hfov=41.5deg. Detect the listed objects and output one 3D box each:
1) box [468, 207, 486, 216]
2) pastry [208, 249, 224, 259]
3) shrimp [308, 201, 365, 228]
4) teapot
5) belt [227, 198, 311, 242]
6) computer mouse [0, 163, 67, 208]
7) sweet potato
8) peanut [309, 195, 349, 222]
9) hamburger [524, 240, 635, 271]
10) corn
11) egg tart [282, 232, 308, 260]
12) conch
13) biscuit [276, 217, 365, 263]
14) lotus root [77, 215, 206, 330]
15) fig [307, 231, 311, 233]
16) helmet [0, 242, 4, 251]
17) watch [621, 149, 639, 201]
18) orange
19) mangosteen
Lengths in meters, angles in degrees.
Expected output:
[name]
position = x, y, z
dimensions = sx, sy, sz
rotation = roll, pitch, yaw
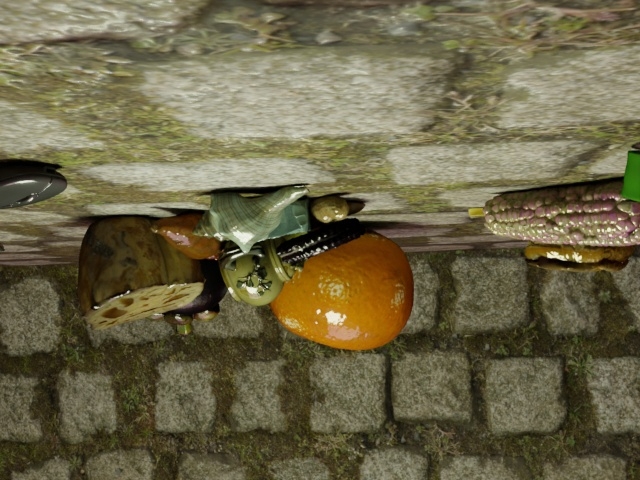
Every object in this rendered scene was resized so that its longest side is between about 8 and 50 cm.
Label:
[box]
position = 0.425, -0.067, 1.992
dimensions = 0.149, 0.020, 0.073
rotation = -3, 175, 14
[pastry]
position = -0.254, 0.005, 2.236
dimensions = 0.115, 0.097, 0.208
rotation = 8, -178, 28
[shrimp]
position = 0.009, -0.060, 1.843
dimensions = 0.133, 0.053, 0.236
rotation = -23, -176, -33
[teapot]
position = -0.126, 0.047, 1.877
dimensions = 0.183, 0.173, 0.269
rotation = -21, 160, 7
[belt]
position = -0.108, -0.041, 1.701
dimensions = 0.198, 0.078, 0.151
rotation = -6, -177, 36
[computer mouse]
position = -0.485, -0.075, 1.251
dimensions = 0.232, 0.057, 0.120
rotation = -3, 176, 25
[sweet potato]
position = -0.271, -0.011, 1.909
dimensions = 0.112, 0.112, 0.359
rotation = -3, 175, 23
[peanut]
position = 0.019, -0.062, 1.669
dimensions = 0.054, 0.053, 0.113
rotation = 1, 179, -31
[hamburger]
position = 0.568, -0.016, 1.836
dimensions = 0.245, 0.162, 0.244
rotation = -1, -176, 0
[corn]
position = 0.473, -0.046, 1.619
dimensions = 0.335, 0.126, 0.127
rotation = -3, 176, 41
[egg tart]
position = -0.118, 0.018, 2.020
dimensions = 0.197, 0.078, 0.197
rotation = 5, 136, 5
[conch]
position = -0.128, -0.040, 1.561
dimensions = 0.234, 0.114, 0.137
rotation = -8, -171, 2
[biscuit]
position = 0.000, 0.000, 1.761
dimensions = 0.195, 0.053, 0.194
rotation = -21, 180, 0
[lotus root]
position = -0.420, 0.053, 1.968
dimensions = 0.316, 0.249, 0.316
rotation = -11, 169, -2
[fig]
position = -0.072, 0.012, 2.124
dimensions = 0.119, 0.153, 0.119
rotation = -9, 150, -5
[helmet]
position = -0.701, -0.005, 1.529
dimensions = 0.198, 0.154, 0.253
rotation = -21, -166, 1
[watch]
position = 0.487, -0.092, 1.171
dimensions = 0.165, 0.131, 0.152
rotation = -4, -164, -30
[orange]
position = 0.058, 0.117, 2.312
dimensions = 0.424, 0.326, 0.424
rotation = 14, -174, -2
[mangosteen]
position = -0.388, 0.125, 2.359
dimensions = 0.275, 0.302, 0.275
rotation = 1, -160, 0
